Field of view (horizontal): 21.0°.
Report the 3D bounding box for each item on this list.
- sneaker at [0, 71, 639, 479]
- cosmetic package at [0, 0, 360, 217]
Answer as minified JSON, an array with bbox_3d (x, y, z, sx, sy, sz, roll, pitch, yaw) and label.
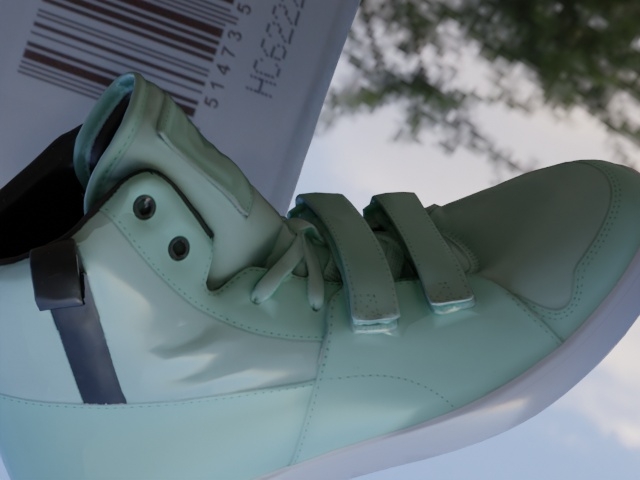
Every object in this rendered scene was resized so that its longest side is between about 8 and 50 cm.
[{"bbox_3d":[0.000,0.000,0.584,0.256,0.151,0.094,-25,-147,-9],"label":"sneaker"},{"bbox_3d":[-0.090,-0.123,0.919,0.161,0.230,0.453,19,-175,-9],"label":"cosmetic package"}]
